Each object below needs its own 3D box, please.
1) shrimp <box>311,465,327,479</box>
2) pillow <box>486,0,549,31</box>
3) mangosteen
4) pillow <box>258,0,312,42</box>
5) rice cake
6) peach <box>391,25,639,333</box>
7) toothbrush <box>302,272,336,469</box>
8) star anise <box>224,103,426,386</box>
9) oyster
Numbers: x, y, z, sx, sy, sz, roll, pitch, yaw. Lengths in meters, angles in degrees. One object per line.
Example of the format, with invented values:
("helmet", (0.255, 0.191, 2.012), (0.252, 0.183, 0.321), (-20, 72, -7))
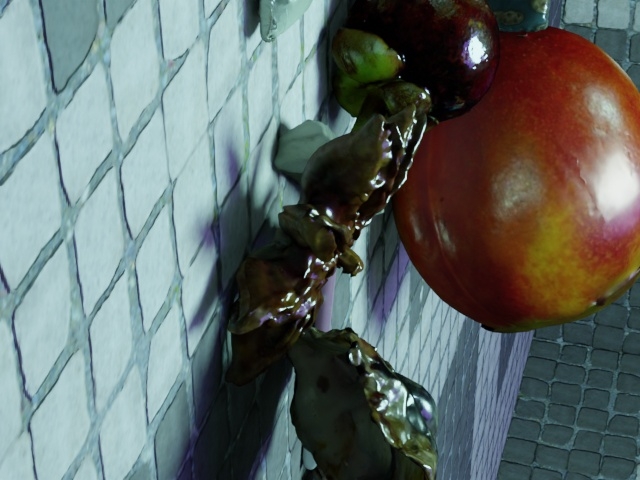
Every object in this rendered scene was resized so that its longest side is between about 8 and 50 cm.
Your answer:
("shrimp", (0.018, 0.266, 1.686), (0.074, 0.073, 0.190), (25, 56, -32))
("pillow", (0.194, -0.374, 1.757), (0.034, 0.189, 0.256), (-19, 120, -57))
("mangosteen", (0.090, -0.184, 1.508), (0.184, 0.172, 0.172), (-29, 130, -49))
("pillow", (-0.021, -0.277, 1.194), (0.128, 0.050, 0.229), (-63, 160, -47))
("rice cake", (0.013, -0.063, 1.465), (0.256, 0.057, 0.052), (34, 35, -72))
("peach", (0.244, -0.079, 1.876), (0.370, 0.370, 0.370), (9, 90, -77))
("toothbrush", (0.000, 0.109, 1.609), (0.025, 0.020, 0.287), (-70, 165, -70))
("star anise", (0.000, -0.001, 1.294), (0.288, 0.088, 0.288), (-59, 178, -3))
("oyster", (0.046, 0.179, 1.372), (0.361, 0.096, 0.221), (-178, -100, -77))
